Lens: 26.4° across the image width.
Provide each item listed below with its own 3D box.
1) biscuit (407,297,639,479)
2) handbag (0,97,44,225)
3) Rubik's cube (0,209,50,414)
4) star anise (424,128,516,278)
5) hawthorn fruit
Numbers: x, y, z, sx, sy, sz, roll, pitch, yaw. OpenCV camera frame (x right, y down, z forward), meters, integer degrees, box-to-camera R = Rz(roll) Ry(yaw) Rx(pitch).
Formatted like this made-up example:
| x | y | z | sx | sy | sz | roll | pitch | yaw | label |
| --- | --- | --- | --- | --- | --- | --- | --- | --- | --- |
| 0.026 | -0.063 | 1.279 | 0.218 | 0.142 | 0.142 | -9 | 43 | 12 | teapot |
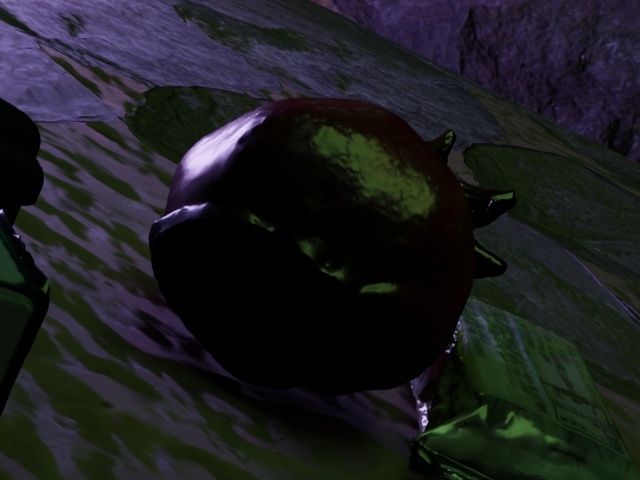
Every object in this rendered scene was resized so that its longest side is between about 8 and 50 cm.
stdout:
| x | y | z | sx | sy | sz | roll | pitch | yaw | label |
| --- | --- | --- | --- | --- | --- | --- | --- | --- | --- |
| 0.132 | 0.118 | 0.972 | 0.186 | 0.079 | 0.309 | 22 | 17 | -10 | biscuit |
| -0.277 | -0.067 | 0.722 | 0.253 | 0.093 | 0.308 | 19 | -4 | 11 | handbag |
| -0.230 | 0.031 | 0.512 | 0.180 | 0.167 | 0.183 | 15 | 21 | -39 | Rubik's cube |
| 0.052 | -0.019 | 1.248 | 0.271 | 0.103 | 0.272 | 6 | 37 | -5 | star anise |
| 0.000 | 0.000 | 0.933 | 0.215 | 0.215 | 0.250 | 25 | 8 | -6 | hawthorn fruit |
